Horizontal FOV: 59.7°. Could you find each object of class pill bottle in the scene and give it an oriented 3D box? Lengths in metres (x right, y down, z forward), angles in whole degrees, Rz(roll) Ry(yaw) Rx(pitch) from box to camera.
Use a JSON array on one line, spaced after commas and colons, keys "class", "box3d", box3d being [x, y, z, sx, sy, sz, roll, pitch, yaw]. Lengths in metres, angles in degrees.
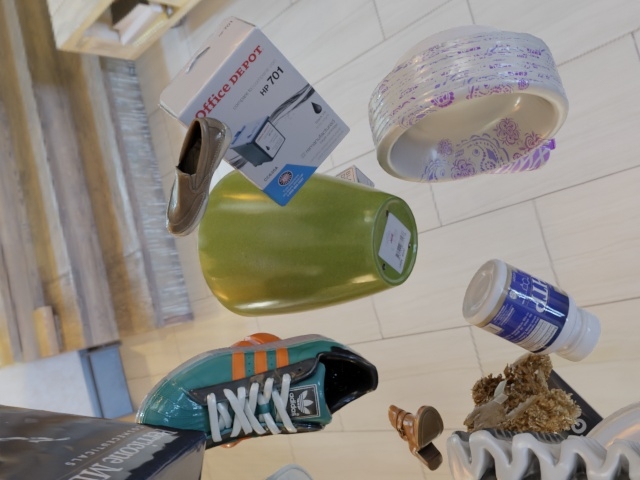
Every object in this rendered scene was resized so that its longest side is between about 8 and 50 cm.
[{"class": "pill bottle", "box3d": [0.330, 0.114, 0.874, 0.187, 0.112, 0.112, 25, 118, -5]}]

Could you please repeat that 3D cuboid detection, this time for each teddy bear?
[{"class": "teddy bear", "box3d": [0.307, 0.308, 0.886, 0.113, 0.338, 0.245, 44, 108, -1]}]

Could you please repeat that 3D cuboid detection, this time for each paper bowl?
[{"class": "paper bowl", "box3d": [0.213, -0.212, 0.855, 0.284, 0.284, 0.147, -25, 66, 41]}]

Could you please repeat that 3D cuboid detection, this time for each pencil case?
[{"class": "pencil case", "box3d": [0.361, -0.175, 1.099, 0.088, 0.206, 0.086, 174, 89, -66]}]

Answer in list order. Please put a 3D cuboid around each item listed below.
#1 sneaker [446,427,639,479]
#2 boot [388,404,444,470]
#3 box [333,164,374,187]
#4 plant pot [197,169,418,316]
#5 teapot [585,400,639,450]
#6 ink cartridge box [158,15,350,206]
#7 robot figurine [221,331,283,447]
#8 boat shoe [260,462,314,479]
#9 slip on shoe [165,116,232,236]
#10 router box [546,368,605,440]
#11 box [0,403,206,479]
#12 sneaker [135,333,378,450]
[{"class": "sneaker", "box3d": [0.218, 0.182, 0.345, 0.292, 0.110, 0.118, -15, 62, 42]}, {"class": "boot", "box3d": [0.211, 0.424, 1.296, 0.152, 0.073, 0.197, 38, 143, 53]}, {"class": "box", "box3d": [-0.006, -0.033, 1.300, 0.290, 0.087, 0.169, -26, 47, 26]}, {"class": "plant pot", "box3d": [0.000, 0.000, 0.920, 0.294, 0.275, 0.274, -1, 95, 38]}, {"class": "teapot", "box3d": [0.363, 0.281, 0.514, 0.253, 0.187, 0.256, -36, 26, 14]}, {"class": "ink cartridge box", "box3d": [-0.077, -0.154, 0.691, 0.139, 0.191, 0.082, -49, 43, 2]}, {"class": "robot figurine", "box3d": [-0.117, 0.221, 0.841, 0.128, 0.219, 0.157, 16, 126, 44]}, {"class": "boat shoe", "box3d": [-0.114, 0.376, 0.718, 0.099, 0.319, 0.116, -43, 65, 18]}, {"class": "slip on shoe", "box3d": [-0.140, -0.068, 0.599, 0.051, 0.041, 0.135, 35, 103, 26]}, {"class": "router box", "box3d": [0.528, 0.386, 1.037, 0.081, 0.243, 0.309, -46, 30, 7]}, {"class": "box", "box3d": [-0.369, 0.269, 0.300, 0.473, 0.480, 0.297, 7, 85, 5]}, {"class": "sneaker", "box3d": [-0.060, 0.181, 0.666, 0.121, 0.302, 0.108, 3, 101, 50]}]
